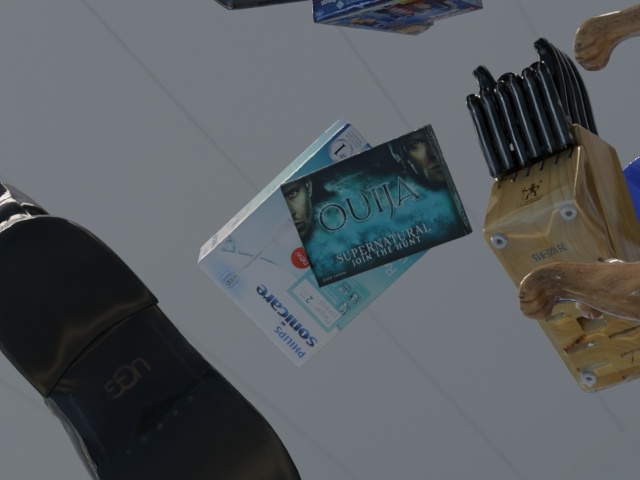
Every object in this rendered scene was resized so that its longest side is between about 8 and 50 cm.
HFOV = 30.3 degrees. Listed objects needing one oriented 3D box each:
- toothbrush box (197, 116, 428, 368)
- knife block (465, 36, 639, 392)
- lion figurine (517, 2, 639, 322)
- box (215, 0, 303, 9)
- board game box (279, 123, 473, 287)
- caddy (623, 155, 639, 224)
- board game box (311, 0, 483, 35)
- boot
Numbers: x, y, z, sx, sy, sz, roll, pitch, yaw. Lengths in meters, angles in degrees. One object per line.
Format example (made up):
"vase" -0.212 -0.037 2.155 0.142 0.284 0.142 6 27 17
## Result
"toothbrush box" 0.000 0.000 1.713 0.295 0.126 0.216 -42 -80 5
"knife block" 0.229 -0.037 1.066 0.088 0.242 0.275 -23 -65 30
"lion figurine" 0.266 -0.037 0.697 0.142 0.240 0.392 11 -92 -49
"box" 0.024 -0.456 1.314 0.395 0.097 0.318 -60 -17 25
"board game box" 0.058 -0.036 1.288 0.186 0.126 0.026 -21 2 25
"caddy" 0.452 -0.018 1.389 0.241 0.179 0.341 -41 -19 -6
"board game box" 0.121 -0.342 1.678 0.194 0.194 0.060 0 -96 -52
"boot" -0.108 0.072 0.647 0.091 0.229 0.263 -32 -78 -11
